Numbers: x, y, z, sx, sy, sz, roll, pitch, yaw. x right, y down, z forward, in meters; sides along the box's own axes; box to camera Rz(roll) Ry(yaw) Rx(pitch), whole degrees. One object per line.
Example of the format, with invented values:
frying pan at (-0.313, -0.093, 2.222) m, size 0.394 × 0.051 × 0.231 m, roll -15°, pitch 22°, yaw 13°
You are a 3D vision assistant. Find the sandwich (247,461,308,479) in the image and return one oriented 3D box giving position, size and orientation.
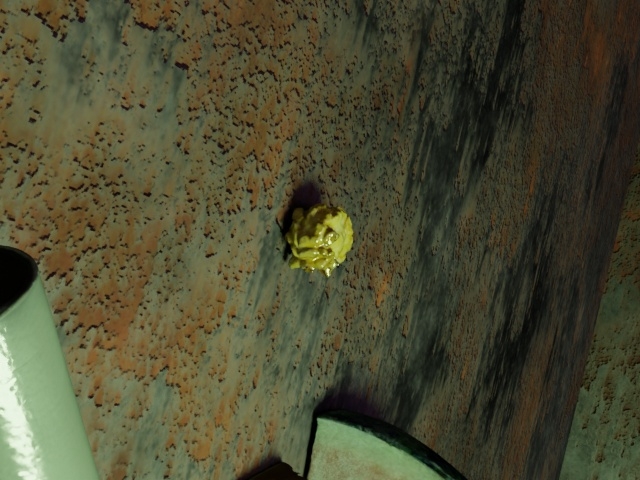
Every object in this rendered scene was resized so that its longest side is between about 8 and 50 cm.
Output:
sandwich at (-0.076, 0.285, 0.970) m, size 0.117 × 0.074 × 0.074 m, roll 2°, pitch 101°, yaw -29°

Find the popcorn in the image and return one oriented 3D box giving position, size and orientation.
popcorn at (0.000, 0.000, 0.947) m, size 0.082 × 0.057 × 0.083 m, roll -44°, pitch 134°, yaw -57°

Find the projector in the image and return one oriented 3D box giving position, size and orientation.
projector at (-0.197, 0.168, 0.595) m, size 0.108 × 0.108 × 0.337 m, roll -44°, pitch 137°, yaw -47°

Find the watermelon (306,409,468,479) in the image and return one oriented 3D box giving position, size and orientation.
watermelon at (0.058, 0.345, 1.141) m, size 0.283 × 0.293 × 0.250 m, roll 94°, pitch -25°, yaw -69°
